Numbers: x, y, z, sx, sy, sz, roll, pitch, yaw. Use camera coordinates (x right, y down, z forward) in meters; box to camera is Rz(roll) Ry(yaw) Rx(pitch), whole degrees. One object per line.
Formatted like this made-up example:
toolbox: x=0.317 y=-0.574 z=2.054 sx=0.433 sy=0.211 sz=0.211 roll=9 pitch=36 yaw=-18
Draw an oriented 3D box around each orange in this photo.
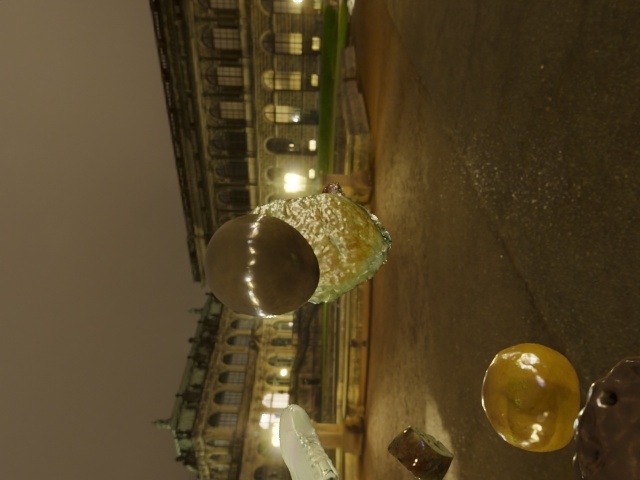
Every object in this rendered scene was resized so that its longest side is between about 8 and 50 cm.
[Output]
orange: x=0.554 y=0.410 z=1.231 sx=0.279 sy=0.235 sz=0.279 roll=-30 pitch=-56 yaw=-57

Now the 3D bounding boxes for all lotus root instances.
lotus root: x=0.347 y=0.720 z=1.547 sx=0.119 sy=0.235 sz=0.138 roll=-53 pitch=29 yaw=0

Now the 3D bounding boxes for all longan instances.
longan: x=-0.126 y=0.053 z=0.972 sx=0.246 sy=0.245 sz=0.215 roll=95 pitch=163 yaw=-76

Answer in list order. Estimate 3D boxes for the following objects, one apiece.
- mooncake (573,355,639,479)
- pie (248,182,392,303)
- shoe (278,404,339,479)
mooncake: x=0.505 y=0.299 z=0.607 sx=0.324 sy=0.187 sz=0.324 roll=-37 pitch=33 yaw=30
pie: x=-0.010 y=0.016 z=1.400 sx=0.395 sy=0.418 sz=0.180 roll=46 pitch=142 yaw=28
shoe: x=-0.010 y=0.478 z=0.991 sx=0.110 sy=0.095 sz=0.265 roll=-34 pitch=61 yaw=40
